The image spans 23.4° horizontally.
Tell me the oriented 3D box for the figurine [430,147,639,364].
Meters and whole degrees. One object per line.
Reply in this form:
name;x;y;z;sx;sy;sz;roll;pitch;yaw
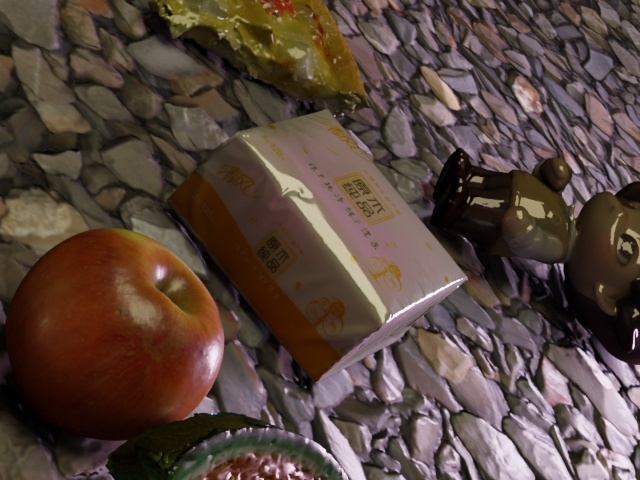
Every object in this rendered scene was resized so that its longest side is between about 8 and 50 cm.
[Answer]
figurine;0.320;-0.012;1.796;0.365;0.206;0.218;34;17;-14

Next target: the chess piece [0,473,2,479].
chess piece;-0.249;0.169;0.975;0.307;0.124;0.139;62;-9;21

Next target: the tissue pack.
tissue pack;0.000;0.000;1.465;0.225;0.124;0.185;51;28;10

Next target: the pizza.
pizza;-0.075;-0.246;1.730;0.288;0.075;0.280;-5;55;-54

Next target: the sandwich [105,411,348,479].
sandwich;-0.066;0.200;1.149;0.235;0.079;0.159;-4;100;-55

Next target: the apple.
apple;-0.159;0.073;1.173;0.163;0.139;0.163;44;19;-19
